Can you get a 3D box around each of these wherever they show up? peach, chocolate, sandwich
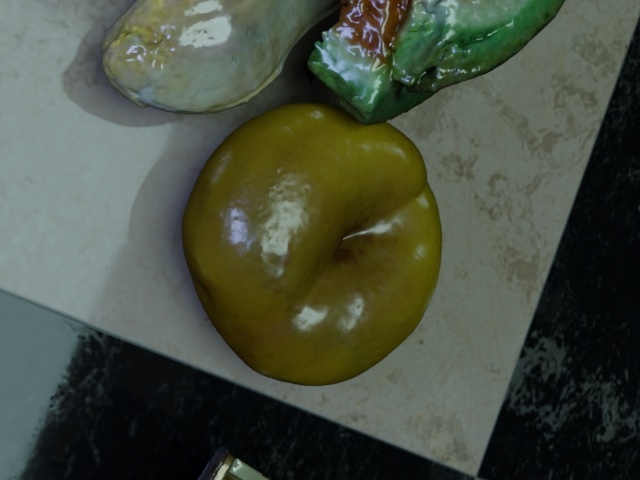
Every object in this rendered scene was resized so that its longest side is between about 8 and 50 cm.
[{"bbox_3d":[0.000,0.000,0.836,0.251,0.153,0.251,-5,101,-26],"label":"peach"},{"bbox_3d":[-0.052,-0.214,0.808,0.309,0.134,0.134,-43,110,-22],"label":"chocolate"},{"bbox_3d":[0.135,-0.239,0.792,0.250,0.162,0.301,-31,146,-59],"label":"sandwich"}]

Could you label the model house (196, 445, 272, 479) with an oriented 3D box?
[{"bbox_3d":[-0.043,0.286,0.779,0.169,0.244,0.326,-58,148,-11],"label":"model house"}]
